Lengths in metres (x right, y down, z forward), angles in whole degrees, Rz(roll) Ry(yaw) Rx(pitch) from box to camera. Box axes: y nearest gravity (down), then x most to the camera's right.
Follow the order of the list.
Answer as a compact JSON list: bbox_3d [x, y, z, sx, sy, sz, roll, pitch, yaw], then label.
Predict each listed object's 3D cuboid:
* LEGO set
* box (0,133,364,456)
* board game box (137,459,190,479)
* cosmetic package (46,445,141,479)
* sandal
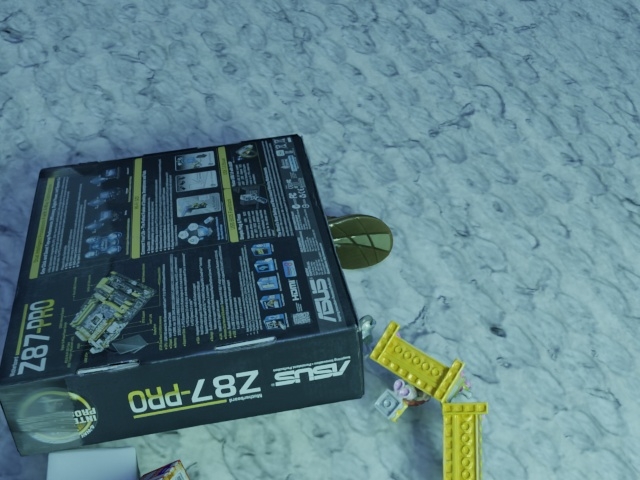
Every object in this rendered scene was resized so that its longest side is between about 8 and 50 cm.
[{"bbox_3d":[0.124,0.196,0.974,0.132,0.107,0.287,-38,62,6],"label":"LEGO set"},{"bbox_3d":[-0.144,0.029,0.963,0.318,0.097,0.395,-8,33,-6],"label":"box"},{"bbox_3d":[-0.114,0.296,0.748,0.193,0.045,0.147,63,19,-2],"label":"board game box"},{"bbox_3d":[-0.195,0.306,0.793,0.085,0.117,0.231,-3,48,-9],"label":"cosmetic package"},{"bbox_3d":[0.000,0.000,1.133,0.180,0.072,0.049,-8,29,-10],"label":"sandal"}]
